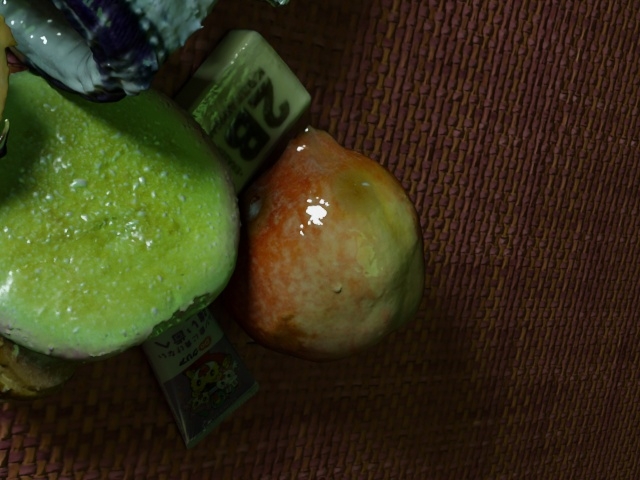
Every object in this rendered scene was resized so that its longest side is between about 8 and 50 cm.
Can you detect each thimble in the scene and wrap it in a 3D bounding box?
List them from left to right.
[{"bbox_3d":[-0.205,-0.230,0.887,0.150,0.237,0.237,-54,130,-17],"label":"thimble"}]

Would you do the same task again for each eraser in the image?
[{"bbox_3d":[-0.098,-0.127,1.125,0.172,0.058,0.117,-53,129,-14],"label":"eraser"}]

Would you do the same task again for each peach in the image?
[{"bbox_3d":[0.000,0.000,1.145,0.232,0.232,0.257,-27,111,-31],"label":"peach"}]

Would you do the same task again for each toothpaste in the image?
[{"bbox_3d":[-0.152,0.109,1.154,0.114,0.073,0.299,-41,134,-23],"label":"toothpaste"}]

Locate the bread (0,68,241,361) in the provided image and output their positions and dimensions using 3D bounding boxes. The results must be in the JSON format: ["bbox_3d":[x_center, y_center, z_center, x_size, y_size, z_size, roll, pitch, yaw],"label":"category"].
[{"bbox_3d":[-0.212,-0.038,0.975,0.301,0.045,0.301,10,68,-25],"label":"bread"}]

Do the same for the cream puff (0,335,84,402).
[{"bbox_3d":[-0.291,0.081,0.998,0.126,0.103,0.144,-40,127,-40],"label":"cream puff"}]

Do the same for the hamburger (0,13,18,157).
[{"bbox_3d":[-0.373,-0.138,0.828,0.237,0.149,0.237,-25,128,-36],"label":"hamburger"}]

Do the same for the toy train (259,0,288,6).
[{"bbox_3d":[-0.082,-0.363,1.021,0.177,0.134,0.261,26,87,-50],"label":"toy train"}]
